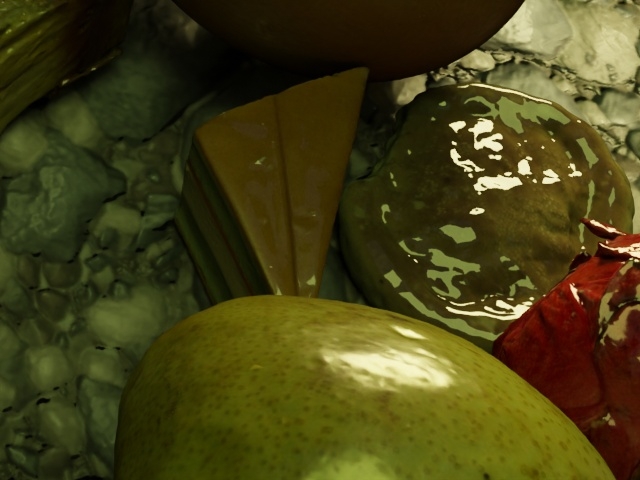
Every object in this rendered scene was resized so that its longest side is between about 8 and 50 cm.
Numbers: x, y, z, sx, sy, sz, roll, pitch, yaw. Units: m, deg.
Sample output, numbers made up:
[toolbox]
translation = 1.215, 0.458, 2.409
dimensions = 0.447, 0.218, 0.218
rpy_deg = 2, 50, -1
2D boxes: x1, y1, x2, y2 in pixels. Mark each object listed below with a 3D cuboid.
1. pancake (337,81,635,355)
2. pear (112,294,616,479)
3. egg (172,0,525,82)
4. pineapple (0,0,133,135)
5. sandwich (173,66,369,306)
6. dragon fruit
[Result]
[pancake]
translation = 0.123, -0.018, 1.385
dimensions = 0.236, 0.042, 0.222
rpy_deg = -33, 68, -31
[pear]
translation = 0.022, 0.176, 1.073
dimensions = 0.304, 0.304, 0.304
rpy_deg = 7, 56, -10
[egg]
translation = 0.003, -0.259, 1.354
dimensions = 0.351, 0.282, 0.283
rpy_deg = 31, 47, -34
[pineapple]
translation = -0.223, -0.167, 1.353
dimensions = 0.186, 0.114, 0.236
rpy_deg = 10, 52, -8
[sandwich]
translation = 0.000, 0.000, 1.294
dimensions = 0.144, 0.117, 0.187
rpy_deg = -17, 62, -21
[dragon fruit]
translation = 0.221, 0.117, 1.214
dimensions = 0.252, 0.241, 0.241
rpy_deg = 29, 53, 24
